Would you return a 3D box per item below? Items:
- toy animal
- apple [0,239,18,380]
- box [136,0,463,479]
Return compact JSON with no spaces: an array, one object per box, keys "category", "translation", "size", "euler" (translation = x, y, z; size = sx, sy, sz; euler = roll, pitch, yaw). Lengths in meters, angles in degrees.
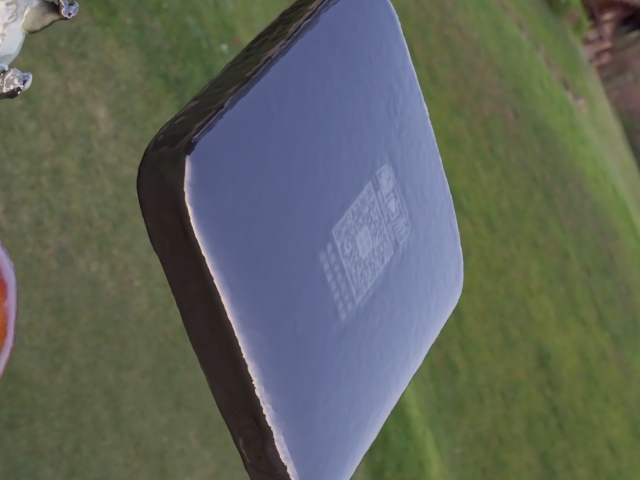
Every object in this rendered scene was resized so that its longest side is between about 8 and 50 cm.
[{"category":"toy animal","translation":[-0.325,-0.228,1.435],"size":[0.094,0.225,0.121],"euler":[31,10,-29]},{"category":"apple","translation":[-0.289,0.046,0.931],"size":[0.181,0.168,0.181],"euler":[0,90,-58]},{"category":"box","translation":[0.000,0.000,0.956],"size":[0.289,0.073,0.290],"euler":[-53,133,-44]}]
